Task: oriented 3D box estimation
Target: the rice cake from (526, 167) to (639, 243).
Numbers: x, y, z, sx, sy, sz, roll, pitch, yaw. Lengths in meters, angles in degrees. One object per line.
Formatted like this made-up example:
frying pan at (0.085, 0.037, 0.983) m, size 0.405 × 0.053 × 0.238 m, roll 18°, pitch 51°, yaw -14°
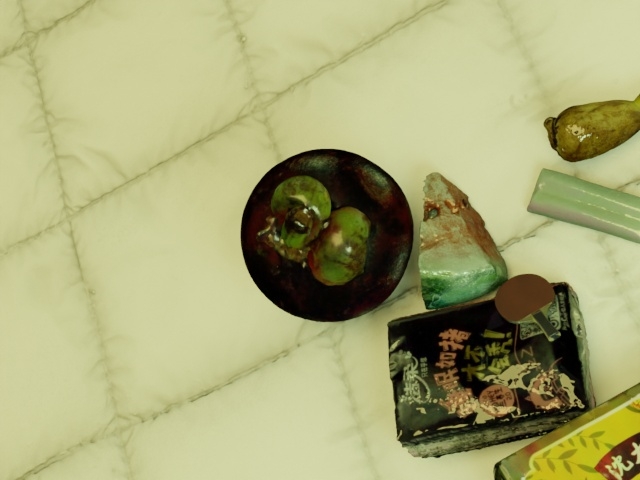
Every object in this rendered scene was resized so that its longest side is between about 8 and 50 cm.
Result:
rice cake at (0.457, -0.056, 1.971) m, size 0.221 × 0.042 × 0.080 m, roll 20°, pitch 83°, yaw 30°

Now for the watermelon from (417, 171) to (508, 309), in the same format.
watermelon at (0.229, -0.013, 2.040) m, size 0.154 × 0.094 × 0.241 m, roll -12°, pitch 53°, yaw 2°

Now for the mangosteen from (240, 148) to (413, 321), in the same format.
mangosteen at (0.000, 0.000, 2.018) m, size 0.306 × 0.359 × 0.306 m, roll 5°, pitch 106°, yaw 17°

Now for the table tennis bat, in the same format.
table tennis bat at (0.338, 0.107, 1.882) m, size 0.095 × 0.014 × 0.158 m, roll -29°, pitch 38°, yaw -1°

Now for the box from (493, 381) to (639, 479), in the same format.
box at (0.509, 0.417, 1.673) m, size 0.373 × 0.138 × 0.420 m, roll -27°, pitch 62°, yaw -6°

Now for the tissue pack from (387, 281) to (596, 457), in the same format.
tissue pack at (0.277, 0.211, 1.937) m, size 0.332 × 0.123 × 0.245 m, roll -15°, pitch 57°, yaw 19°

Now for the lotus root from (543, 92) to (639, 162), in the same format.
lotus root at (0.475, -0.192, 1.969) m, size 0.190 × 0.108 × 0.095 m, roll -16°, pitch 94°, yaw 10°
